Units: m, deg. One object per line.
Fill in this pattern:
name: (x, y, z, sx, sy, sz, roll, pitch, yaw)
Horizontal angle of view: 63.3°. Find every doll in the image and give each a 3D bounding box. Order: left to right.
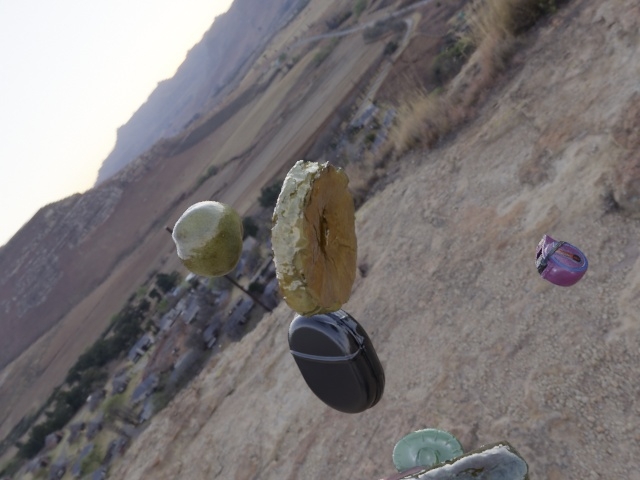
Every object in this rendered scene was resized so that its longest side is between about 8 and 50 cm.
doll: (0.223, 0.554, 1.096, 0.268, 0.284, 0.216, -29, -16, 21)

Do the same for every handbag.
handbag: (0.039, 0.301, 1.310, 0.253, 0.308, 0.093, -10, 20, 46)

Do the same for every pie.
pie: (0.000, 0.000, 1.052, 0.083, 0.339, 0.339, 3, 47, 23)

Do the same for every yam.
yam: (0.040, 0.222, 0.394, 0.252, 0.061, 0.061, -19, 22, -3)

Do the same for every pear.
pear: (-0.230, -0.005, 1.082, 0.167, 0.136, 0.167, 176, 90, -84)

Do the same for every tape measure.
tape measure: (0.600, 0.053, 1.298, 0.074, 0.118, 0.125, 103, -165, -48)
